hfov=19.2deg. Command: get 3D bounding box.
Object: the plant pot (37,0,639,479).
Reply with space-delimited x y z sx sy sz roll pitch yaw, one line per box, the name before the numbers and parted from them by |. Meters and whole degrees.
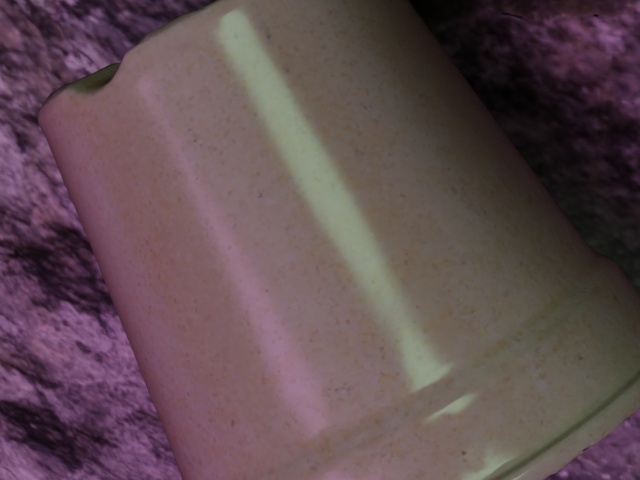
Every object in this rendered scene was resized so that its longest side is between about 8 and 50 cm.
plant pot | 0.000 0.000 1.127 0.334 0.334 0.305 -24 97 44
